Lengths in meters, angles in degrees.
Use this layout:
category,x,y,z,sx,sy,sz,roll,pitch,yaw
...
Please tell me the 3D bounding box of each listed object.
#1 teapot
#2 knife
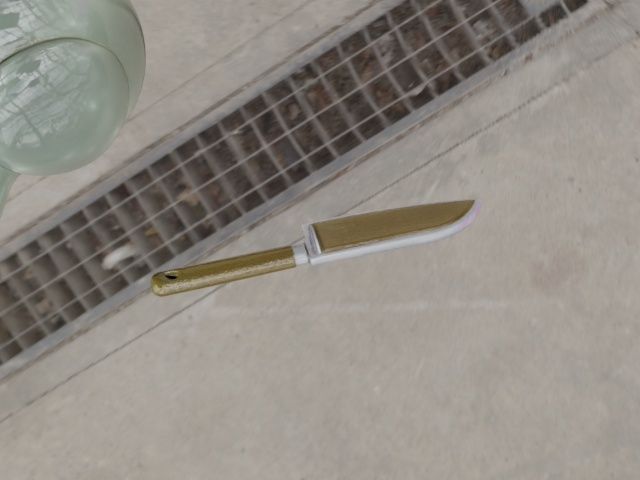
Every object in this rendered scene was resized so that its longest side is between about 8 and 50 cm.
category,x,y,z,sx,sy,sz,roll,pitch,yaw
teapot,-0.260,-0.100,1.082,0.220,0.149,0.318,-10,138,-20
knife,0.000,-0.001,0.893,0.256,0.046,0.022,-12,126,-8
